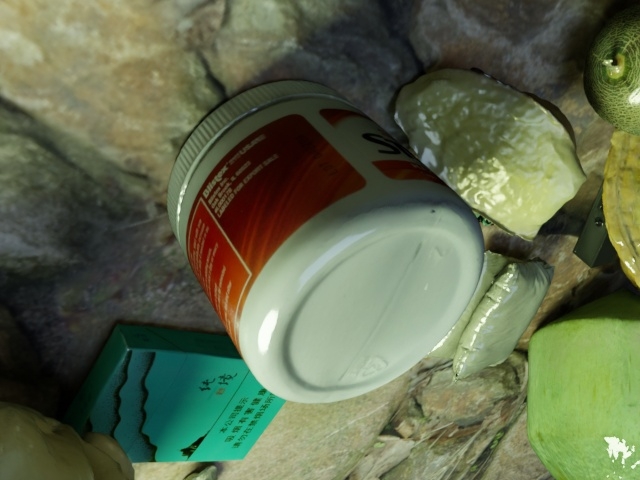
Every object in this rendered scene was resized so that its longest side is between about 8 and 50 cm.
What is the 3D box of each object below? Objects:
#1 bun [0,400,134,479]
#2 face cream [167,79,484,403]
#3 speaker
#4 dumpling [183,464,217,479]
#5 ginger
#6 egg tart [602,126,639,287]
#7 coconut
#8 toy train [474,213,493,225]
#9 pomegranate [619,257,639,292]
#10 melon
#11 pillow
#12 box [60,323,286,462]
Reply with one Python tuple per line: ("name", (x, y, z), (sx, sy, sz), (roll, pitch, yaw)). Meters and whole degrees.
("bun", (-0.293, 0.243, 0.527), (0.360, 0.211, 0.360), (-9, 141, -7))
("face cream", (0.000, 0.000, 0.542), (0.201, 0.187, 0.201), (-20, 135, -21))
("speaker", (0.392, -0.050, 0.891), (0.046, 0.040, 0.191), (-14, 133, -25))
("dumpling", (-0.146, 0.300, 0.819), (0.077, 0.043, 0.059), (28, 85, -43))
("ginger", (0.162, -0.110, 0.652), (0.193, 0.122, 0.115), (34, 125, -14))
("egg tart", (0.473, -0.059, 0.768), (0.319, 0.319, 0.128), (-22, 180, -18))
("coconut", (0.445, 0.219, 0.978), (0.281, 0.328, 0.328), (5, 138, 16))
("toy train", (0.160, -0.027, 0.747), (0.148, 0.038, 0.071), (-51, 138, 12))
("pomegranate", (0.509, 0.012, 0.929), (0.196, 0.196, 0.196), (-20, 135, -21))
("melon", (0.342, -0.172, 0.673), (0.192, 0.139, 0.139), (-9, 131, -32))
("pillow", (0.224, 0.092, 0.871), (0.134, 0.078, 0.181), (3, 121, -41))
("box", (-0.138, 0.167, 0.701), (0.226, 0.042, 0.161), (15, 116, -42))
